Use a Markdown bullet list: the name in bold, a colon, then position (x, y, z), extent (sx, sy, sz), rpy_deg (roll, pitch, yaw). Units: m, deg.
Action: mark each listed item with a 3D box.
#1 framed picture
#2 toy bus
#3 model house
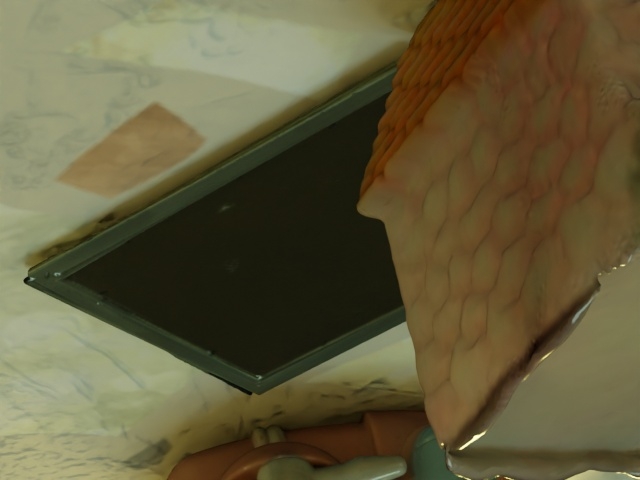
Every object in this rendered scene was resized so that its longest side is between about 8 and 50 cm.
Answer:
- **framed picture**: position (0.000, 0.000, 1.026), extent (0.252, 0.014, 0.197), rpy_deg (-28, 143, 27)
- **toy bus**: position (0.023, 0.206, 1.212), extent (0.288, 0.194, 0.232), rpy_deg (-5, 135, -6)
- **model house**: position (0.157, -0.049, 0.792), extent (0.237, 0.237, 0.202), rpy_deg (1, 145, -23)
